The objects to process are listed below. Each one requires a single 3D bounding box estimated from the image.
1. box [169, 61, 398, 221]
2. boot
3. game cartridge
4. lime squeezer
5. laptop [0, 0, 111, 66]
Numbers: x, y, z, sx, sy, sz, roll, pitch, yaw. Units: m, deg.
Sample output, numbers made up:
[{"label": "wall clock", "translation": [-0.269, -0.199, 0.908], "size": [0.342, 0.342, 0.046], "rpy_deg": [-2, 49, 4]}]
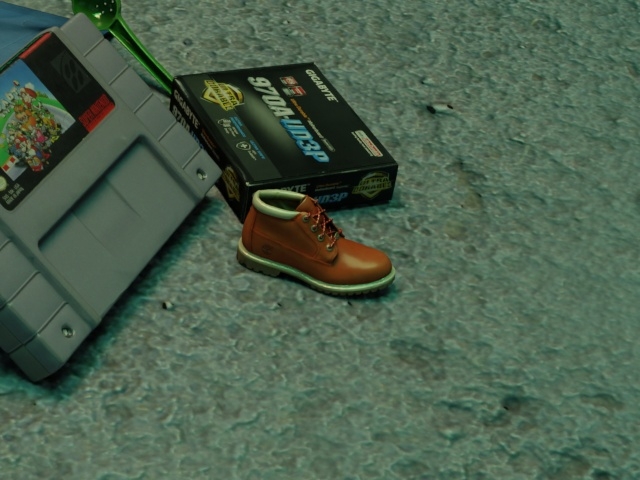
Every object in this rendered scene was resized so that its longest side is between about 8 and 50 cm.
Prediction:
[{"label": "box", "translation": [-0.043, -0.110, 1.805], "size": [0.175, 0.051, 0.220], "rpy_deg": [-8, 39, -24]}, {"label": "boot", "translation": [0.000, 0.000, 1.636], "size": [0.158, 0.085, 0.059], "rpy_deg": [14, 34, 3]}, {"label": "game cartridge", "translation": [-0.243, -0.056, 1.571], "size": [0.230, 0.068, 0.355], "rpy_deg": [52, 36, -14]}, {"label": "lime squeezer", "translation": [-0.281, -0.264, 1.863], "size": [0.310, 0.059, 0.110], "rpy_deg": [35, 39, -26]}, {"label": "laptop", "translation": [-0.447, -0.342, 1.793], "size": [0.236, 0.408, 0.382], "rpy_deg": [-19, 12, 12]}]
